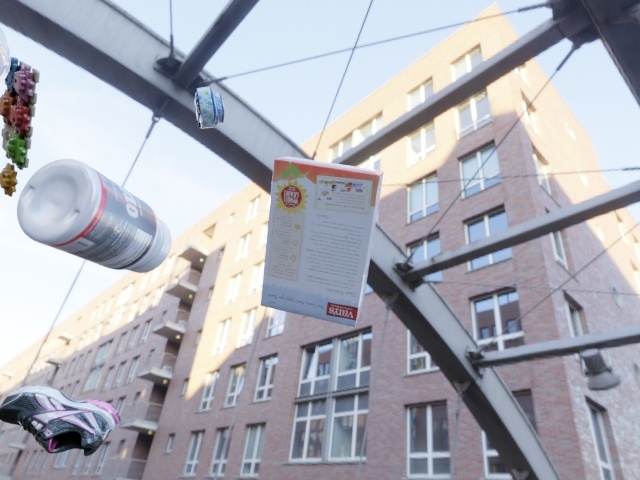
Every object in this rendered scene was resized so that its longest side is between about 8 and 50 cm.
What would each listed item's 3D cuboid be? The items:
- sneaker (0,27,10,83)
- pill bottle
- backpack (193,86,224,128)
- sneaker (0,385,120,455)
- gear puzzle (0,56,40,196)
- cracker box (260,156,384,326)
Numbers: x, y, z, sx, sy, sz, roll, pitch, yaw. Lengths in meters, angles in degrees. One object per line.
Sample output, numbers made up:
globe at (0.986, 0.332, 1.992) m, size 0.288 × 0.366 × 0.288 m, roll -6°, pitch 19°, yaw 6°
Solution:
sneaker at (-0.382, -0.163, 0.393) m, size 0.292 × 0.108 × 0.169 m, roll 12°, pitch -8°, yaw 1°
pill bottle at (-0.432, -0.032, 0.898) m, size 0.161 × 0.162 × 0.283 m, roll 0°, pitch -17°, yaw 12°
backpack at (-0.329, -0.397, 1.314) m, size 0.084 × 0.105 × 0.114 m, roll -10°, pitch -4°, yaw -13°
sneaker at (-0.404, 0.275, 0.668) m, size 0.178 × 0.077 × 0.072 m, roll 6°, pitch -61°, yaw 2°
gear puzzle at (-0.764, -0.272, 1.091) m, size 0.175 × 0.339 × 0.044 m, roll 31°, pitch 21°, yaw 31°
cracker box at (0.000, 0.000, 0.675) m, size 0.155 × 0.067 × 0.233 m, roll 11°, pitch -75°, yaw 11°
